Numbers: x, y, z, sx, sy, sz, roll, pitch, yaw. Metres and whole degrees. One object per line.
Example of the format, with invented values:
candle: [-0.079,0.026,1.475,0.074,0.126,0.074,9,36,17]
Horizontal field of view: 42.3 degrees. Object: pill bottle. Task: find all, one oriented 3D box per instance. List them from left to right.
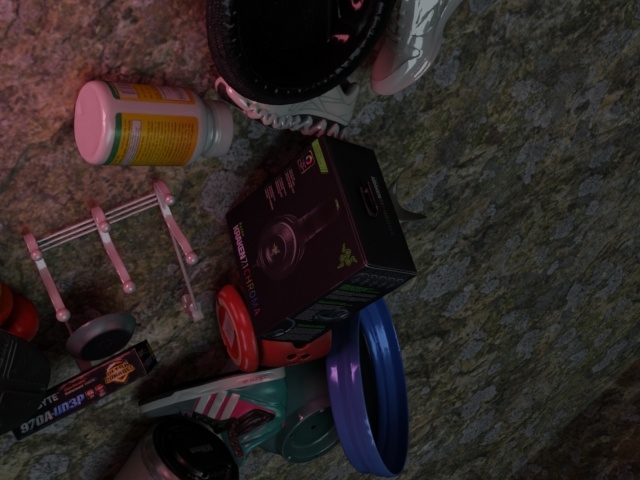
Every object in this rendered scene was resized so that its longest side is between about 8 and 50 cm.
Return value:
pill bottle: [-0.237,-0.166,1.198,0.208,0.117,0.117,-3,128,-37]

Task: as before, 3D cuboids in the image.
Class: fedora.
fedora: [-0.045,-0.361,1.140,0.334,0.152,0.334,-22,137,-22]

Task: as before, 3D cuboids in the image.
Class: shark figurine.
shark figurine: [0.063,-0.043,1.557,0.278,0.116,0.166,18,115,-44]

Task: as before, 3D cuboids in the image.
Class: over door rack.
over door rack: [-0.320,0.079,1.366,0.239,0.108,0.324,-24,138,-18]

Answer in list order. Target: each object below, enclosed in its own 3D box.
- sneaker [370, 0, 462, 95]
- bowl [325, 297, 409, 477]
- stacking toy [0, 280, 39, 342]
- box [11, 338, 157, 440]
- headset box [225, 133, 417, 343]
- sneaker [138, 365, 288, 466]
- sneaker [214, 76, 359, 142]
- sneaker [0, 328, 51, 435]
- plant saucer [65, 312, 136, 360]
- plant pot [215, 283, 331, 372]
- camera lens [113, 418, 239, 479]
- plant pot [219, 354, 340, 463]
sneaker: [0.147,-0.383,1.331,0.152,0.114,0.305,21,108,-32]
bowl: [0.100,0.292,1.717,0.077,0.391,0.391,-10,143,16]
stacking toy: [-0.521,0.073,1.188,0.141,0.141,0.330,-38,144,-3]
box: [-0.377,0.237,1.335,0.220,0.051,0.175,-27,180,-6]
headset box: [0.000,0.000,1.368,0.131,0.246,0.283,11,144,-45]
sneaker: [-0.196,0.353,1.605,0.295,0.178,0.124,-13,178,6]
sneaker: [-0.046,-0.234,1.309,0.292,0.110,0.118,6,115,-51]
sneaker: [-0.605,0.148,1.117,0.447,0.257,0.169,17,91,-52]
plant saucer: [-0.354,0.163,1.349,0.119,0.021,0.119,-25,153,-14]
plant pot: [-0.092,0.151,1.550,0.174,0.191,0.191,-17,135,-21]
camera lens: [-0.313,0.522,1.691,0.219,0.219,0.274,18,114,-46]
plant pot: [-0.050,0.343,1.756,0.293,0.196,0.293,-22,138,-22]
